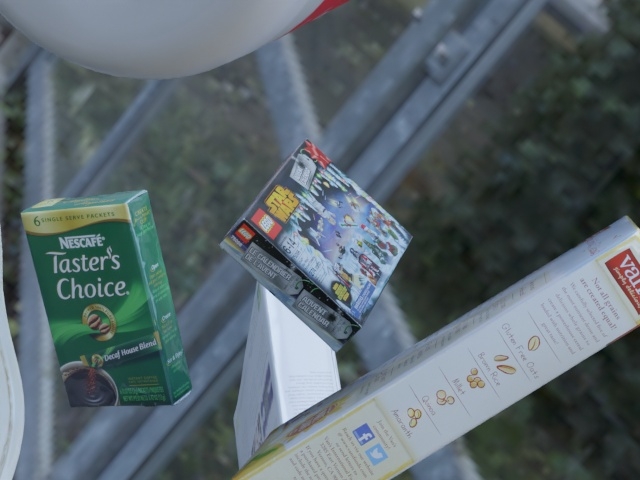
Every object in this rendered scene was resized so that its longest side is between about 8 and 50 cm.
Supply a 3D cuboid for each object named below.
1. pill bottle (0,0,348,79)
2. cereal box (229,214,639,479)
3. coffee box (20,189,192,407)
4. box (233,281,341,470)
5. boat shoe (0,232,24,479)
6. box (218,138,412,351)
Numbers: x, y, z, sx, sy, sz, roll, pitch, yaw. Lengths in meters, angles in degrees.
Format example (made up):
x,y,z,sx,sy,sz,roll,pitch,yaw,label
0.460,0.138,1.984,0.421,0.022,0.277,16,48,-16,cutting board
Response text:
x,y,z,sx,sy,sz,roll,pitch,yaw,label
0.003,-0.245,0.972,0.229,0.229,0.408,43,38,9,pill bottle
0.073,0.069,0.999,0.047,0.240,0.173,58,8,1,cereal box
-0.183,0.052,1.638,0.040,0.113,0.184,-36,119,-59,coffee box
-0.020,0.209,1.550,0.058,0.232,0.322,0,50,-9,box
-0.218,0.074,1.053,0.095,0.079,0.254,-1,61,-18,boat shoe
0.000,0.000,1.152,0.094,0.027,0.137,42,27,-5,box
